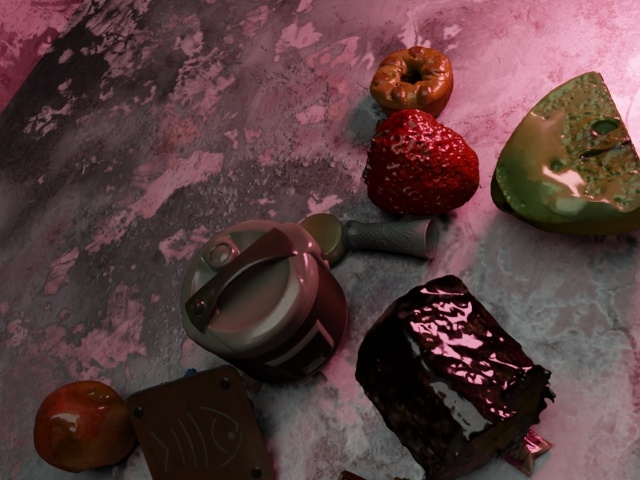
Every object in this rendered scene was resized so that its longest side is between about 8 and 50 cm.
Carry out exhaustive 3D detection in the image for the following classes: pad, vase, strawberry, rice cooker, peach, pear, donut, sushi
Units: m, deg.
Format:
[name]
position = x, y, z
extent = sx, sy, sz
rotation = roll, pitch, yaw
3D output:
[pad]
position = -0.264, 0.435, 1.377
extent = 0.284, 0.018, 0.286
rotation = -19, 92, 13
[vase]
position = 0.163, -0.009, 1.511
extent = 0.219, 0.096, 0.096
rotation = 3, 63, 29
[strawberry]
position = 0.240, -0.174, 1.491
extent = 0.277, 0.257, 0.257
rotation = 16, 67, 8
[rice cooker]
position = -0.118, 0.136, 1.399
extent = 0.335, 0.325, 0.335
rotation = -11, 57, 18
[peach]
position = -0.542, 0.438, 1.490
extent = 0.235, 0.214, 0.214
rotation = 4, 62, 5
[pear]
position = 0.526, -0.137, 1.354
extent = 0.318, 0.238, 0.342
rotation = -22, 60, 25
[donut]
position = 0.251, -0.423, 1.702
extent = 0.226, 0.114, 0.226
rotation = -11, 57, 18
[sushi]
position = 0.242, 0.267, 1.180
extent = 0.281, 0.299, 0.294
rotation = -30, 54, -19

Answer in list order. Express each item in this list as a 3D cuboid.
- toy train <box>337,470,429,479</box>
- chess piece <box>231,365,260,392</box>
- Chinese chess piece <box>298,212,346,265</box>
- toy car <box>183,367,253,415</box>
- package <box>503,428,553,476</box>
[toy train]
position = 0.099, 0.579, 1.149
extent = 0.231, 0.163, 0.369
rotation = 11, 66, 42
[chess piece]
position = -0.183, 0.322, 1.499
extent = 0.092, 0.035, 0.035
rotation = 32, 78, 38
[Chinese chess piece]
position = 0.000, 0.000, 1.596
extent = 0.144, 0.058, 0.144
rotation = -10, 60, 17
[toy car]
position = -0.232, 0.348, 1.439
extent = 0.191, 0.097, 0.100
rotation = 23, 61, 9
[package]
position = 0.397, 0.402, 1.200
extent = 0.083, 0.029, 0.059
rotation = -43, 46, -18
